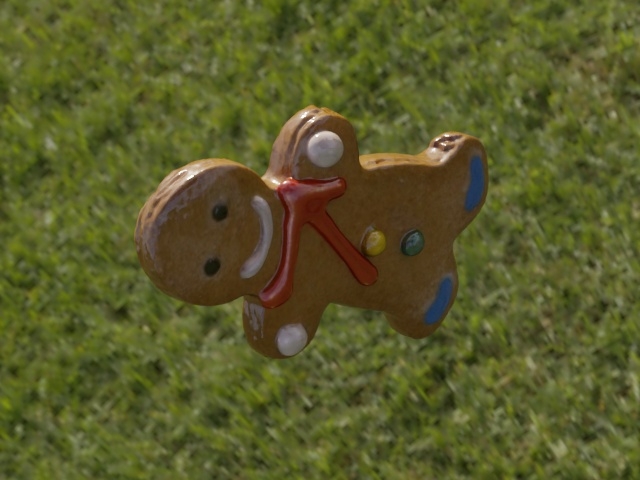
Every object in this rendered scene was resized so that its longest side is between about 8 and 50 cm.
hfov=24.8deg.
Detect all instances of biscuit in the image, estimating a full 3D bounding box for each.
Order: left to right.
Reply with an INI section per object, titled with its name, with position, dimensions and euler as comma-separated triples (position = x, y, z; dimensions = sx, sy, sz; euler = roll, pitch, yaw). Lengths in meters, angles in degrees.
[biscuit]
position = 0.002, 0.000, 1.152
dimensions = 0.049, 0.324, 0.205
euler = 28, 107, 52
